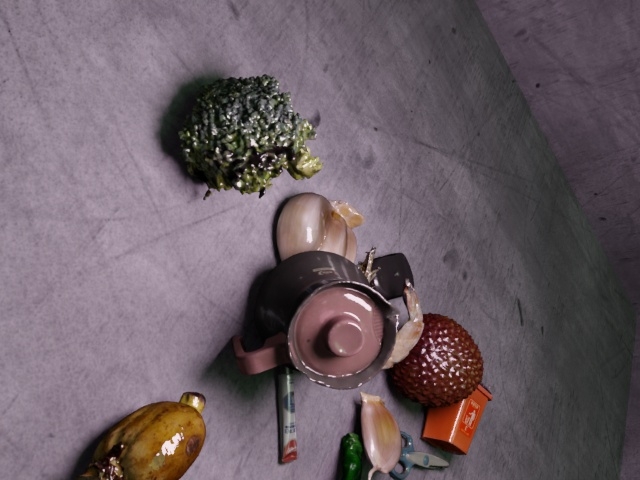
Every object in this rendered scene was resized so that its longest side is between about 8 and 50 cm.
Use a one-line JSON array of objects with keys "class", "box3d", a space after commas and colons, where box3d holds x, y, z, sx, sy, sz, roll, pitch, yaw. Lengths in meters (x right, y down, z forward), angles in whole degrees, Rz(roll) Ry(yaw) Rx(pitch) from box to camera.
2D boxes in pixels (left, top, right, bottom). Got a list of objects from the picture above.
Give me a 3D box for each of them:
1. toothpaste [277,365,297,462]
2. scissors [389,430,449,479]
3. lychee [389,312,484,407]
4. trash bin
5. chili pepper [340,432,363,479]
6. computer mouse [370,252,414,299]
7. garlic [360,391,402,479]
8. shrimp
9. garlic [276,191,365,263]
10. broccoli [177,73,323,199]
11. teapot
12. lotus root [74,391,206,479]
[{"class": "toothpaste", "box3d": [-0.083, 0.425, 1.699, 0.062, 0.039, 0.239, 10, 75, -56]}, {"class": "scissors", "box3d": [0.302, 0.666, 2.085, 0.289, 0.041, 0.138, 26, 63, -39]}, {"class": "lychee", "box3d": [0.335, 0.356, 2.040, 0.275, 0.304, 0.275, -55, 159, -33]}, {"class": "trash bin", "box3d": [0.412, 0.538, 2.167, 0.161, 0.184, 0.238, 41, 62, -36]}, {"class": "chili pepper", "box3d": [0.078, 0.599, 1.771, 0.224, 0.061, 0.098, -80, 173, -61]}, {"class": "computer mouse", "box3d": [0.193, 0.115, 2.070, 0.270, 0.086, 0.137, -8, 81, -59]}, {"class": "garlic", "box3d": [0.160, 0.562, 1.855, 0.149, 0.128, 0.266, 17, 37, -22]}, {"class": "shrimp", "box3d": [0.166, 0.191, 1.912, 0.085, 0.247, 0.360, -114, -159, -81]}, {"class": "garlic", "box3d": [-0.001, 0.001, 1.845, 0.279, 0.132, 0.325, 48, 43, -22]}, {"class": "broccoli", "box3d": [-0.186, -0.225, 1.625, 0.293, 0.347, 0.280, -28, 142, -12]}, {"class": "teapot", "box3d": [-0.020, 0.195, 1.570, 0.376, 0.362, 0.305, -19, 97, -11]}, {"class": "lotus root", "box3d": [-0.320, 0.398, 1.321, 0.314, 0.169, 0.141, -36, 121, -49]}]
